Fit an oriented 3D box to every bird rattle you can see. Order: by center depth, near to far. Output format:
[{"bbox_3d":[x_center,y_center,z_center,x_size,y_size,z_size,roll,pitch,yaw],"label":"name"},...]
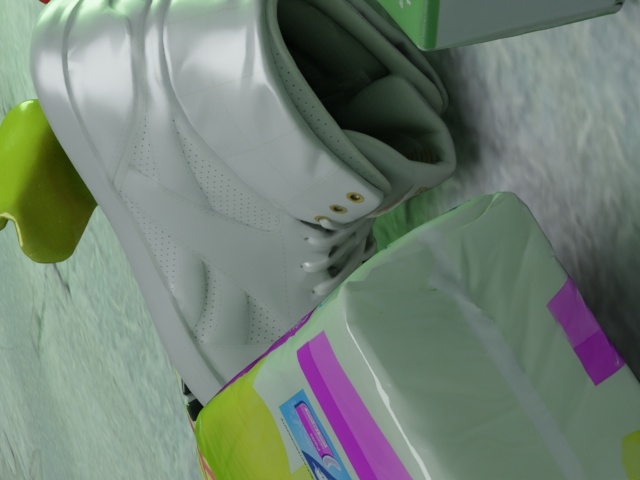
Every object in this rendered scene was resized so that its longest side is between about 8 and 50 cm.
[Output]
[{"bbox_3d":[-0.106,-0.091,1.170,0.207,0.143,0.253,44,133,34],"label":"bird rattle"}]

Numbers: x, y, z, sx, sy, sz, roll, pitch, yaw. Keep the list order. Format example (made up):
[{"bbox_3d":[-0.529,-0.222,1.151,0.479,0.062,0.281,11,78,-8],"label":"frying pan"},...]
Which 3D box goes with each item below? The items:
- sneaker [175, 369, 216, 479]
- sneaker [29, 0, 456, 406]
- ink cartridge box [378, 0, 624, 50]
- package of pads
[{"bbox_3d":[-0.049,0.104,1.151,0.094,0.081,0.208,-157,54,-67],"label":"sneaker"},{"bbox_3d":[0.000,0.000,0.906,0.169,0.108,0.292,-4,130,40],"label":"sneaker"},{"bbox_3d":[0.031,-0.198,0.711,0.219,0.092,0.160,-126,30,-43],"label":"ink cartridge box"},{"bbox_3d":[0.078,0.152,0.748,0.296,0.101,0.229,59,157,6],"label":"package of pads"}]
